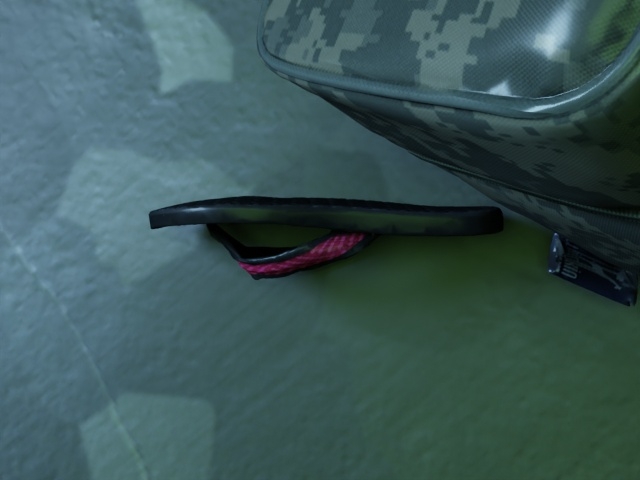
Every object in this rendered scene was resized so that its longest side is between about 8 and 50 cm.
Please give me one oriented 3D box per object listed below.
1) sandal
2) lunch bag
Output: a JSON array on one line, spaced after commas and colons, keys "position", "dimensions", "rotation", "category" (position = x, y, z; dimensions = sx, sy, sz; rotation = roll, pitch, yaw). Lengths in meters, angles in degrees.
[{"position": [0.000, 0.000, 0.539], "dimensions": [0.179, 0.067, 0.040], "rotation": [3, 97, 7], "category": "sandal"}, {"position": [0.155, -0.134, 0.437], "dimensions": [0.212, 0.256, 0.305], "rotation": [17, 85, 53], "category": "lunch bag"}]
